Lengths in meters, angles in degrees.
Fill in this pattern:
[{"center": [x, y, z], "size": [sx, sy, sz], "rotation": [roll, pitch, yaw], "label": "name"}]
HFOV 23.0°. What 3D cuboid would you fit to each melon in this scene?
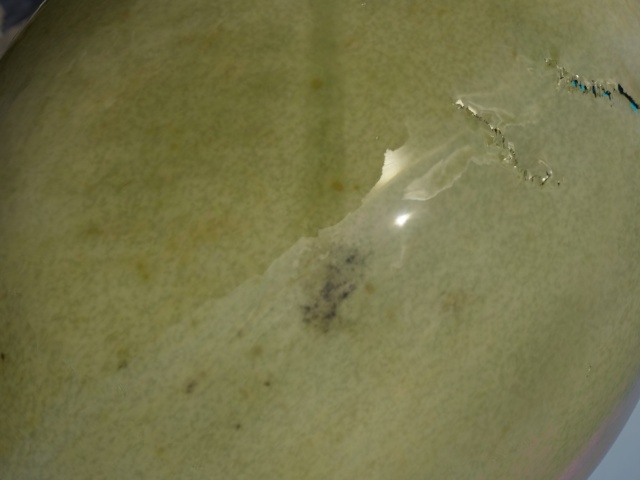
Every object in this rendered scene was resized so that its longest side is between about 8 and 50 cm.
[{"center": [0.000, 0.000, 0.603], "size": [0.330, 0.268, 0.268], "rotation": [-52, 178, -17], "label": "melon"}]
